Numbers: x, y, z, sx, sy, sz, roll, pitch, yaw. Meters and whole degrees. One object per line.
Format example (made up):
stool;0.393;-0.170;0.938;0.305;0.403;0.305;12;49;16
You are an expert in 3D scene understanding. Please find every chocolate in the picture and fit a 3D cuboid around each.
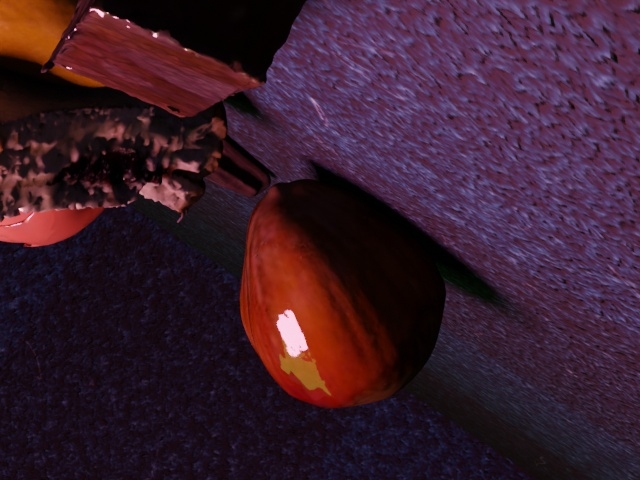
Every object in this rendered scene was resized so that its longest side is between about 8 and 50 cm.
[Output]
chocolate;-0.085;-0.139;1.065;0.112;0.112;0.321;26;175;-11

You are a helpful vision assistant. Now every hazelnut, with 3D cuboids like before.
hazelnut;0.019;0.045;1.605;0.186;0.210;0.210;11;173;1

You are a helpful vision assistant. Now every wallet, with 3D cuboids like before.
wallet;-0.171;-0.122;1.869;0.182;0.049;0.229;36;176;-37

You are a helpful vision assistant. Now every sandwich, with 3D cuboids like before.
sandwich;-0.195;-0.085;1.436;0.254;0.100;0.288;19;-161;-14

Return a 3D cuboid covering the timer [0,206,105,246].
timer;-0.285;-0.114;1.685;0.215;0.230;0.229;38;175;16

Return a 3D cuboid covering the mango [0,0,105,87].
mango;-0.282;-0.218;1.337;0.331;0.142;0.195;27;-178;4
